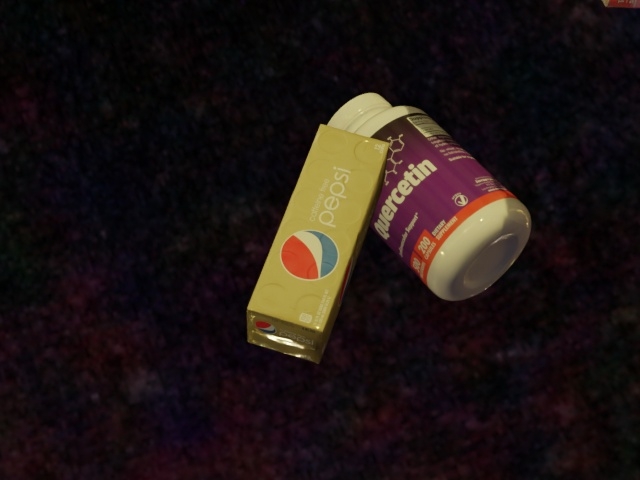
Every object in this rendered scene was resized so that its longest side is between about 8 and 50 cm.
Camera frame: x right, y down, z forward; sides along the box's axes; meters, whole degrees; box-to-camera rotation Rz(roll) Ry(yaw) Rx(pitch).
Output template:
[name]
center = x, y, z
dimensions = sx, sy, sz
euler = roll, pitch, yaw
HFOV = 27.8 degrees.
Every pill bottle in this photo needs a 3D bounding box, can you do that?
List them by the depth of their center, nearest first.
[pill bottle]
center = 0.146, -0.073, 1.912
dimensions = 0.181, 0.323, 0.181
euler = -31, 149, -21

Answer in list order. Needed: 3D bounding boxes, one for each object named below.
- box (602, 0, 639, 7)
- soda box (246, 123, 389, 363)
[box]
center = 0.322, -0.365, 1.118
dimensions = 0.142, 0.154, 0.300
euler = 1, 126, -7
[soda box]
center = 0.000, 0.000, 1.015
dimensions = 0.061, 0.181, 0.058
euler = 16, 150, 8
